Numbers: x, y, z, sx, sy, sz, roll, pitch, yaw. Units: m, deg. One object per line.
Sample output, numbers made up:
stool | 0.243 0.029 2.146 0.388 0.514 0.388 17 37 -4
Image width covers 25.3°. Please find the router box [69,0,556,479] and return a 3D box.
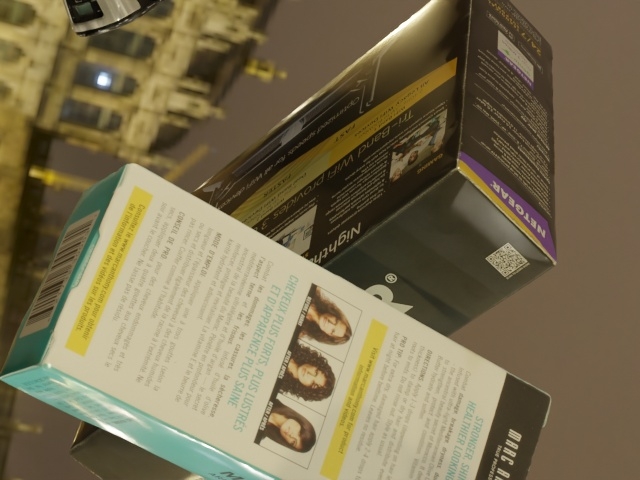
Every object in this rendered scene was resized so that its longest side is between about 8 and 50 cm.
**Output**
router box | 0.000 0.000 0.867 0.309 0.081 0.243 -36 -157 29

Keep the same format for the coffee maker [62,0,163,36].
coffee maker | -0.189 -0.297 1.286 0.171 0.178 0.120 -36 -153 -18

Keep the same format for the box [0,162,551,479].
box | -0.013 0.068 0.659 0.060 0.244 0.100 -20 -136 58
